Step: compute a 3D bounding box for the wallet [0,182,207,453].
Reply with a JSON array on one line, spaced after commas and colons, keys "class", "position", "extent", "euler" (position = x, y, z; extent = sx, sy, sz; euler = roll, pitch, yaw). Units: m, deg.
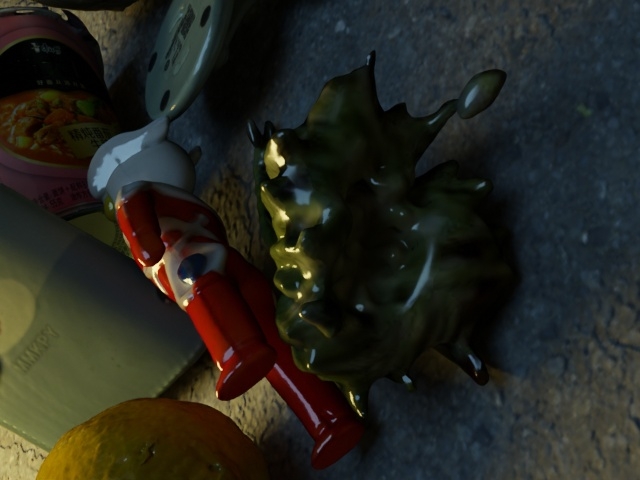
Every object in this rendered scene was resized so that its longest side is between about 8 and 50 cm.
[{"class": "wallet", "position": [-0.295, 0.059, 1.168], "extent": [0.252, 0.360, 0.083], "euler": [-48, 18, 34]}]

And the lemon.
[{"class": "lemon", "position": [-0.136, 0.218, 1.052], "extent": [0.257, 0.188, 0.188], "euler": [-24, 61, 50]}]

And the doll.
[{"class": "doll", "position": [-0.098, 0.020, 1.072], "extent": [0.099, 0.188, 0.384], "euler": [-40, 42, 5]}]

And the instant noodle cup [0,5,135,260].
[{"class": "instant noodle cup", "position": [-0.280, -0.064, 1.308], "extent": [0.244, 0.244, 0.255], "euler": [-52, 53, 27]}]

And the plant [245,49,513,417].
[{"class": "plant", "position": [0.033, 0.003, 1.012], "extent": [0.333, 0.180, 0.251], "euler": [154, 120, -82]}]

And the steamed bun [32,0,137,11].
[{"class": "steamed bun", "position": [-0.210, -0.293, 1.329], "extent": [0.212, 0.231, 0.110], "euler": [-26, 88, 21]}]

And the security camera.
[{"class": "security camera", "position": [-0.068, -0.232, 1.180], "extent": [0.301, 0.080, 0.157], "euler": [-59, 28, 20]}]
